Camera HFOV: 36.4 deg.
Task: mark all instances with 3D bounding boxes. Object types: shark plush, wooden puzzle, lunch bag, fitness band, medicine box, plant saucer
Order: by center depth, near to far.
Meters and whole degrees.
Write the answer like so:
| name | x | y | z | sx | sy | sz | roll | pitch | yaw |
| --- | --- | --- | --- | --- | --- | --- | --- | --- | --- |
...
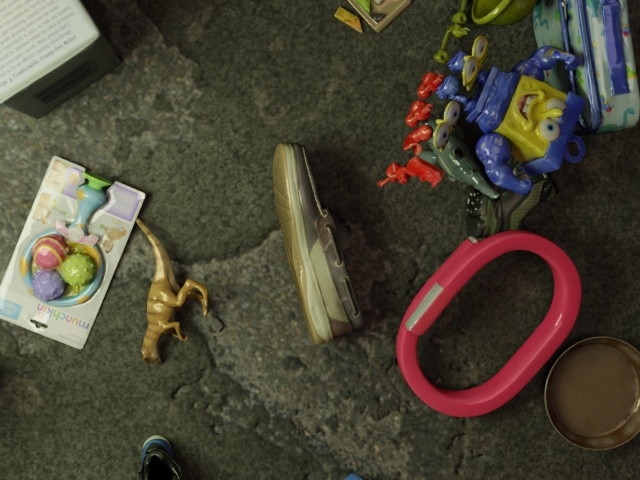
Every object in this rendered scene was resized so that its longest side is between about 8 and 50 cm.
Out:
| name | x | y | z | sx | sy | sz | roll | pitch | yaw |
| --- | --- | --- | --- | --- | --- | --- | --- | --- | --- |
| medicine box | -0.394 | -0.315 | 1.193 | 0.149 | 0.263 | 0.289 | -34 | 96 | -4 |
| lunch bag | 0.361 | -0.251 | 1.324 | 0.090 | 0.176 | 0.219 | -10 | 95 | -6 |
| shark plush | 0.184 | -0.108 | 1.341 | 0.073 | 0.067 | 0.161 | -26 | 63 | 2 |
| wooden puzzle | 0.081 | -0.339 | 1.369 | 0.078 | 0.014 | 0.116 | 40 | 88 | -7 |
| fitness band | 0.236 | 0.116 | 1.375 | 0.209 | 0.054 | 0.291 | 39 | 95 | -21 |
| plant saucer | 0.407 | 0.223 | 1.432 | 0.168 | 0.029 | 0.169 | 0 | 94 | -5 |

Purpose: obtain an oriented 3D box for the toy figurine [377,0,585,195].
| name | x | y | z | sx | sy | sz | roll | pitch | yaw |
| --- | --- | --- | --- | --- | --- | --- | --- | --- | --- |
| toy figurine | 0.255 | -0.180 | 1.281 | 0.217 | 0.191 | 0.363 | 29 | 70 | -10 |

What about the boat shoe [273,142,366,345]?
| name | x | y | z | sx | sy | sz | roll | pitch | yaw |
| --- | --- | --- | --- | --- | --- | --- | --- | --- | --- |
| boat shoe | 0.000 | 0.000 | 1.342 | 0.092 | 0.103 | 0.285 | -13 | 99 | -10 |

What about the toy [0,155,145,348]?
| name | x | y | z | sx | sy | sz | roll | pitch | yaw |
| --- | --- | --- | --- | --- | --- | --- | --- | --- | --- |
| toy | -0.347 | 0.019 | 1.324 | 0.136 | 0.056 | 0.237 | 23 | 91 | -6 |

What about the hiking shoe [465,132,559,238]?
| name | x | y | z | sx | sy | sz | roll | pitch | yaw |
| --- | --- | --- | --- | --- | --- | --- | --- | --- | --- |
| hiking shoe | 0.285 | -0.104 | 1.381 | 0.114 | 0.086 | 0.227 | 14 | 101 | -15 |

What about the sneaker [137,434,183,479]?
| name | x | y | z | sx | sy | sz | roll | pitch | yaw |
| --- | --- | --- | --- | --- | --- | --- | --- | --- | --- |
| sneaker | -0.211 | 0.351 | 1.344 | 0.058 | 0.084 | 0.152 | -14 | 95 | -5 |

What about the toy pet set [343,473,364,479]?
| name | x | y | z | sx | sy | sz | roll | pitch | yaw |
| --- | --- | --- | --- | --- | --- | --- | --- | --- | --- |
| toy pet set | 0.038 | 0.396 | 1.399 | 0.122 | 0.065 | 0.114 | -2 | 129 | -3 |

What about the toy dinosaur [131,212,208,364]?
| name | x | y | z | sx | sy | sz | roll | pitch | yaw |
| --- | --- | --- | --- | --- | --- | --- | --- | --- | --- |
| toy dinosaur | -0.210 | 0.071 | 1.338 | 0.112 | 0.064 | 0.212 | 3 | 93 | -5 |
